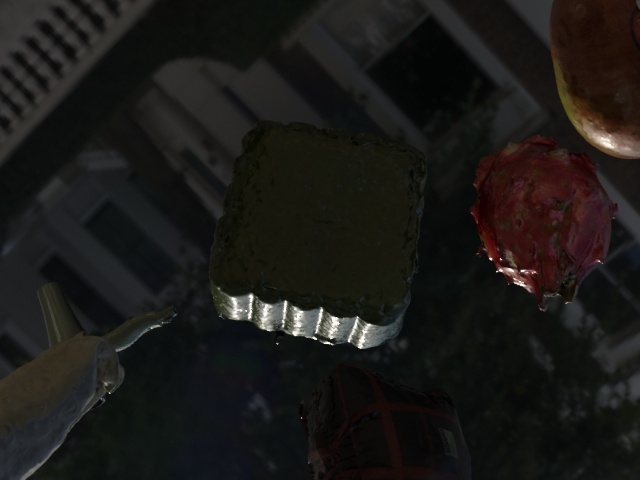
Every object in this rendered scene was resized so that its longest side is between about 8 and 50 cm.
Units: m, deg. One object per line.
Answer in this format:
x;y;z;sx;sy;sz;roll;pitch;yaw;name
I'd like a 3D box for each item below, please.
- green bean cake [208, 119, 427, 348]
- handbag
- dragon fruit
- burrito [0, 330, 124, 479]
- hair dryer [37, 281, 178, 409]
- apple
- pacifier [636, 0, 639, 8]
0.000;0.000;1.923;0.218;0.319;0.335;93;10;-73;green bean cake
0.071;0.247;1.290;0.155;0.169;0.215;-52;-143;39;handbag
0.322;-0.023;1.716;0.210;0.205;0.268;-5;-128;2;dragon fruit
-0.251;0.159;0.886;0.059;0.082;0.275;-2;-149;43;burrito
-0.370;0.130;1.950;0.225;0.219;0.088;-49;157;1;hair dryer
0.492;-0.283;1.854;0.250;0.309;0.277;-11;-166;26;apple
0.409;-0.273;1.427;0.081;0.078;0.099;-52;167;-75;pacifier
